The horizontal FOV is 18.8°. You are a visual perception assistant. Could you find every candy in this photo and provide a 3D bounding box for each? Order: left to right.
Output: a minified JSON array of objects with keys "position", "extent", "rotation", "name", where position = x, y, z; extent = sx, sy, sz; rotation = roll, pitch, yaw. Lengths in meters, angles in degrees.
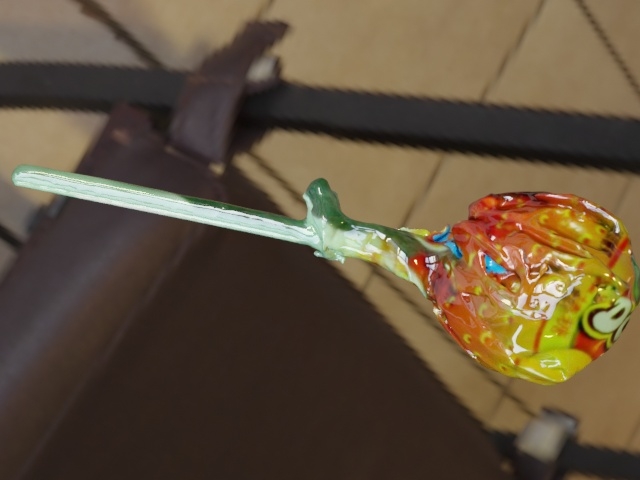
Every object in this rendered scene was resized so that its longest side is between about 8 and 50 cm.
[{"position":[0.000,0.000,0.603],"extent":[0.060,0.201,0.060],"rotation":[13,90,-86],"name":"candy"}]
